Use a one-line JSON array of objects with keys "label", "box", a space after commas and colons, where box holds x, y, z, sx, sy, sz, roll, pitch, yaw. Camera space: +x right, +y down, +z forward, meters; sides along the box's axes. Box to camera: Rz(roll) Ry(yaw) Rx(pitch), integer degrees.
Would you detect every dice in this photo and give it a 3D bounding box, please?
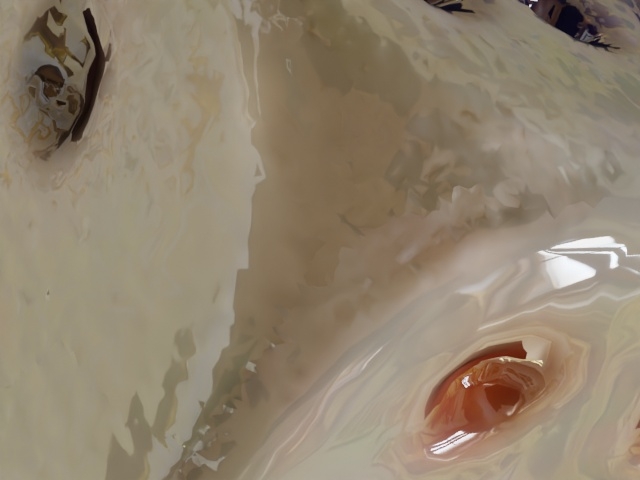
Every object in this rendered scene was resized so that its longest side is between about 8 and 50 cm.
[{"label": "dice", "box": [0.000, 0.000, 0.443, 0.193, 0.192, 0.194, 7, -142, -38]}]
